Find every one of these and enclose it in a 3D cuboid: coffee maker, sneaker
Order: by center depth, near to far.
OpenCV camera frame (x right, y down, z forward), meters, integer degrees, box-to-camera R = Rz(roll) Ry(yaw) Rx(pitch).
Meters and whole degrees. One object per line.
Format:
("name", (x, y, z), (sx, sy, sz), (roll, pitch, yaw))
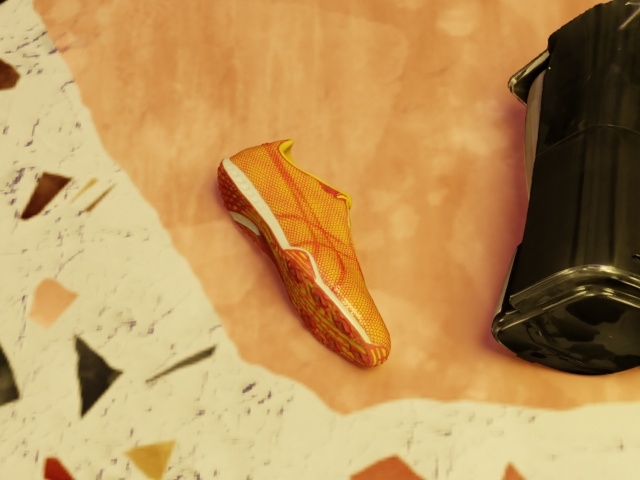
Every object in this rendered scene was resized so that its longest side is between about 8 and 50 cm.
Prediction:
("coffee maker", (0.164, -0.034, 0.735), (0.120, 0.171, 0.178), (10, 61, -1))
("sneaker", (0.000, 0.000, 0.813), (0.067, 0.064, 0.175), (-23, 59, -16))
